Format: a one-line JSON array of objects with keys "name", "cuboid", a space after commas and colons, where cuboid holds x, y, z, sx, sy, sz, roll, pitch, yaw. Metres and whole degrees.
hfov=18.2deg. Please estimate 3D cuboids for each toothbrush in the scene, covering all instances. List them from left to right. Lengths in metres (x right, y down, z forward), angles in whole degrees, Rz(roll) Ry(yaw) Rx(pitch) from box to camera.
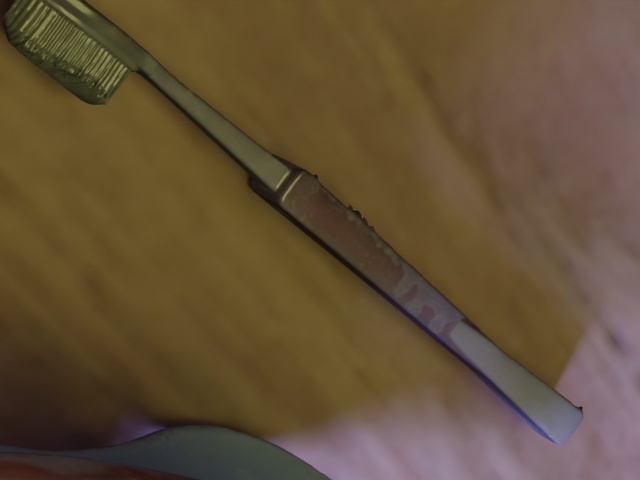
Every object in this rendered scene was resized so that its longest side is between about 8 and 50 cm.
[{"name": "toothbrush", "cuboid": [0.001, -0.002, 0.444, 0.194, 0.014, 0.017, 37, 87, -39]}]

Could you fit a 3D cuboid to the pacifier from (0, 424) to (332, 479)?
[{"name": "pacifier", "cuboid": [-0.071, 0.144, 0.380, 0.279, 0.227, 0.207, 16, 140, -37]}]
